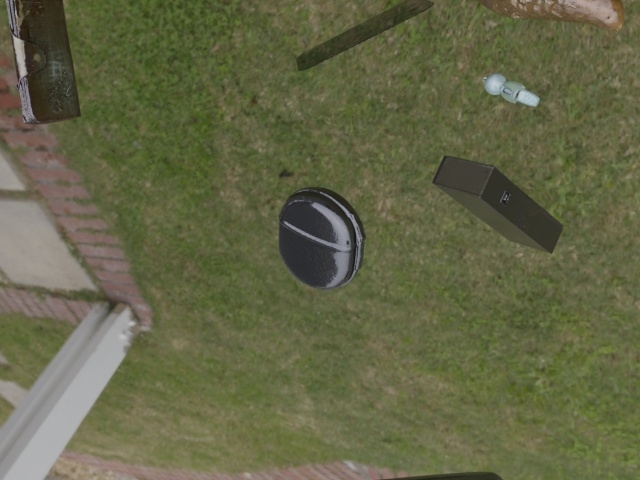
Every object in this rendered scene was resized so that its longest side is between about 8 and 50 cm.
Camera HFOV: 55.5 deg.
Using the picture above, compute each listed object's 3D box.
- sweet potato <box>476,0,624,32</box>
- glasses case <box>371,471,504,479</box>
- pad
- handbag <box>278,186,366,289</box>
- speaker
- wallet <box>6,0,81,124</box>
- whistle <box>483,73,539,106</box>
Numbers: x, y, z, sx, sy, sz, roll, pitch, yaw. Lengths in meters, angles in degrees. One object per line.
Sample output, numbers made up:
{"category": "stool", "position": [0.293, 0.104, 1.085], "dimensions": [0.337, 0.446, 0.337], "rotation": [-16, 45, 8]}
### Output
{"category": "sweet potato", "position": [0.369, -0.442, 1.094], "dimensions": [0.341, 0.114, 0.092], "rotation": [33, 109, 41]}
{"category": "glasses case", "position": [0.219, 0.544, 1.222], "dimensions": [0.323, 0.131, 0.074], "rotation": [-2, 177, -7]}
{"category": "pad", "position": [0.076, -0.376, 1.143], "dimensions": [0.250, 0.323, 0.055], "rotation": [-25, 97, 8]}
{"category": "handbag", "position": [-0.001, 0.001, 1.642], "dimensions": [0.254, 0.093, 0.308], "rotation": [23, 130, 24]}
{"category": "speaker", "position": [0.243, -0.046, 0.821], "dimensions": [0.218, 0.044, 0.082], "rotation": [27, 178, -42]}
{"category": "wallet", "position": [-0.500, -0.331, 1.109], "dimensions": [0.031, 0.122, 0.232], "rotation": [8, 110, 24]}
{"category": "whistle", "position": [0.306, -0.242, 0.981], "dimensions": [0.100, 0.035, 0.035], "rotation": [34, 145, 28]}
